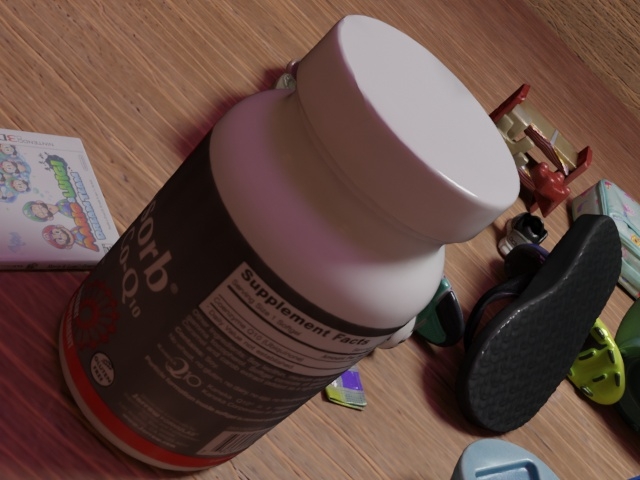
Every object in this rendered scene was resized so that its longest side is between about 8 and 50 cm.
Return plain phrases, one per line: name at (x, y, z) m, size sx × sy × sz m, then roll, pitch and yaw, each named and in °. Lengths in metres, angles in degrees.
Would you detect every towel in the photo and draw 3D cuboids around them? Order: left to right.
towel at (0.022, 0.147, 0.883) m, size 0.060 × 0.009 × 0.083 m, roll 23°, pitch 38°, yaw -34°

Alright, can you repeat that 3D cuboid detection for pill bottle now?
pill bottle at (-0.035, 0.014, 0.627) m, size 0.210 × 0.363 × 0.210 m, roll 31°, pitch 35°, yaw -24°

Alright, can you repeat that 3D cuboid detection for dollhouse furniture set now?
dollhouse furniture set at (0.372, -0.138, 1.474) m, size 0.201 × 0.152 × 0.374 m, roll 45°, pitch 32°, yaw -2°

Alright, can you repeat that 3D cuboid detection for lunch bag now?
lunch bag at (0.670, 0.014, 1.698) m, size 0.279 × 0.108 × 0.224 m, roll 38°, pitch 33°, yaw -13°

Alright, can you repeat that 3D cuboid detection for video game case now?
video game case at (-0.268, -0.041, 0.741) m, size 0.143 × 0.019 × 0.157 m, roll 2°, pitch 53°, yaw -48°

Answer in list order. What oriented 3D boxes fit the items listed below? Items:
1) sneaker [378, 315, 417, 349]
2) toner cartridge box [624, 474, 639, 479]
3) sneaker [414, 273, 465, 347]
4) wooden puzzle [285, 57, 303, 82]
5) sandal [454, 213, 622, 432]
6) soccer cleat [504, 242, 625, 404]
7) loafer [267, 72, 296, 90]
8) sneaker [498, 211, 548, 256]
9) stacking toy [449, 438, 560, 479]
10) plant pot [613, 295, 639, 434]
sneaker at (0.000, 0.000, 0.935) m, size 0.163 × 0.106 × 0.281 m, roll 1°, pitch 54°, yaw -46°
toner cartridge box at (0.398, 0.434, 0.849) m, size 0.075 × 0.165 × 0.347 m, roll 57°, pitch 14°, yaw -53°
sneaker at (0.127, 0.038, 1.063) m, size 0.223 × 0.083 × 0.098 m, roll 53°, pitch 27°, yaw 12°
wooden puzzle at (0.059, -0.191, 1.278) m, size 0.238 × 0.044 × 0.221 m, roll 55°, pitch 32°, yaw 5°
sandal at (0.297, 0.112, 1.117) m, size 0.446 × 0.107 × 0.167 m, roll -37°, pitch 119°, yaw -40°
soccer cleat at (0.403, 0.126, 1.280) m, size 0.289 × 0.093 × 0.121 m, roll 59°, pitch 24°, yaw 17°
loafer at (-0.064, -0.151, 1.039) m, size 0.102 × 0.092 × 0.268 m, roll 59°, pitch 14°, yaw -9°
sneaker at (0.373, -0.018, 1.417) m, size 0.063 × 0.075 × 0.170 m, roll 48°, pitch 32°, yaw 2°
stacking toy at (0.217, 0.332, 0.729) m, size 0.280 × 0.130 × 0.309 m, roll 31°, pitch 30°, yaw 6°
plant pot at (0.584, 0.209, 1.259) m, size 0.196 × 0.293 × 0.293 m, roll -23°, pitch 71°, yaw -29°
